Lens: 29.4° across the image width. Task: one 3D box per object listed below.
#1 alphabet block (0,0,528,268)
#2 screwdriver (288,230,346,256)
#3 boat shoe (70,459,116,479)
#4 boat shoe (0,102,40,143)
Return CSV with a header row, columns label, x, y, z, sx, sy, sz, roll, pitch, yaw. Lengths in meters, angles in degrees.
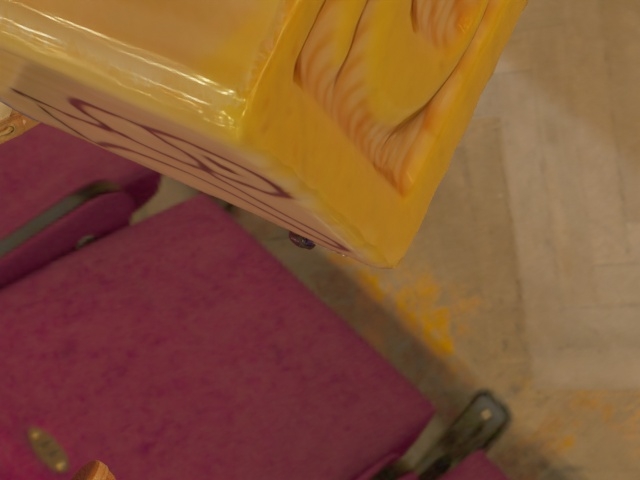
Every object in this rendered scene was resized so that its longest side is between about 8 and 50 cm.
label,x,y,z,sx,sy,sz,roll,pitch,yaw
alphabet block,-0.038,-0.125,0.442,0.197,0.192,0.193,24,86,20
screwdriver,0.000,0.000,1.218,0.170,0.024,0.025,-172,95,-71
boat shoe,-0.304,0.391,1.492,0.110,0.122,0.341,33,130,-2
boat shoe,-0.260,-0.175,1.264,0.104,0.285,0.089,2,111,37
